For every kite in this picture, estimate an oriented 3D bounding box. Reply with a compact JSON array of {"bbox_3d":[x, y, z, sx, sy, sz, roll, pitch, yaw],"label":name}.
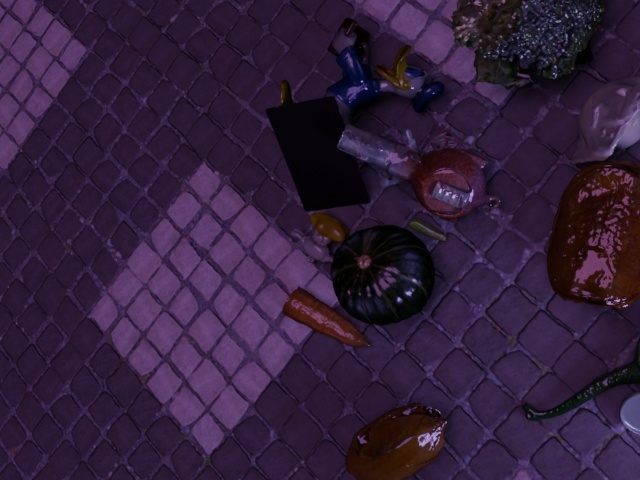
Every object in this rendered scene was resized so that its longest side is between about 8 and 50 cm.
[{"bbox_3d":[0.260,-0.162,1.660,0.137,0.005,0.152,1,83,25],"label":"kite"}]

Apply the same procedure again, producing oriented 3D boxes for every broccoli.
[{"bbox_3d":[0.400,-0.468,1.507,0.317,0.277,0.338,-38,59,36],"label":"broccoli"}]

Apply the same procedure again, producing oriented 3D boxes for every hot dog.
[{"bbox_3d":[0.523,-0.010,1.456,0.196,0.122,0.272,8,81,23],"label":"hot dog"}]

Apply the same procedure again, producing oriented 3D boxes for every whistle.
[{"bbox_3d":[0.201,-0.141,1.583,0.346,0.142,0.133,24,51,3],"label":"whistle"}]

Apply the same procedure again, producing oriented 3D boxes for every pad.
[{"bbox_3d":[-0.002,-0.179,1.681,0.160,0.265,0.009,-6,35,23],"label":"pad"}]

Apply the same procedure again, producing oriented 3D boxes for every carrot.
[{"bbox_3d":[0.019,0.178,1.689,0.205,0.072,0.072,30,95,19],"label":"carrot"}]

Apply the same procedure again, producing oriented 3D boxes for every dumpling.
[{"bbox_3d":[0.552,-0.230,1.463,0.124,0.151,0.229,33,96,-2],"label":"dumpling"}]

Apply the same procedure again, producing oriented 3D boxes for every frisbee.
[{"bbox_3d":[0.588,0.306,1.402,0.110,0.014,0.110,8,124,12],"label":"frisbee"}]

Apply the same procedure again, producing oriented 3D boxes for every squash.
[{"bbox_3d":[0.125,0.069,1.593,0.218,0.172,0.218,-6,78,30],"label":"squash"},{"bbox_3d":[0.224,-0.021,1.642,0.089,0.027,0.027,29,95,20],"label":"squash"}]

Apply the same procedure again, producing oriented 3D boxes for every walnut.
[{"bbox_3d":[0.151,0.405,1.559,0.245,0.137,0.137,-28,72,21],"label":"walnut"}]

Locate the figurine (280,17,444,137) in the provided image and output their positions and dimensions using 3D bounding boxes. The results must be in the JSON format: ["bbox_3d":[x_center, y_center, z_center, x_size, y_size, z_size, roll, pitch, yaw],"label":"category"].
[{"bbox_3d":[0.098,-0.336,1.700,0.338,0.204,0.283,2,76,12],"label":"figurine"}]

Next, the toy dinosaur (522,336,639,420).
[{"bbox_3d":[0.607,0.263,1.394,0.447,0.087,0.300,21,90,32],"label":"toy dinosaur"}]

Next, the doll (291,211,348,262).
[{"bbox_3d":[0.006,0.004,1.719,0.113,0.071,0.135,-38,73,23],"label":"doll"}]
